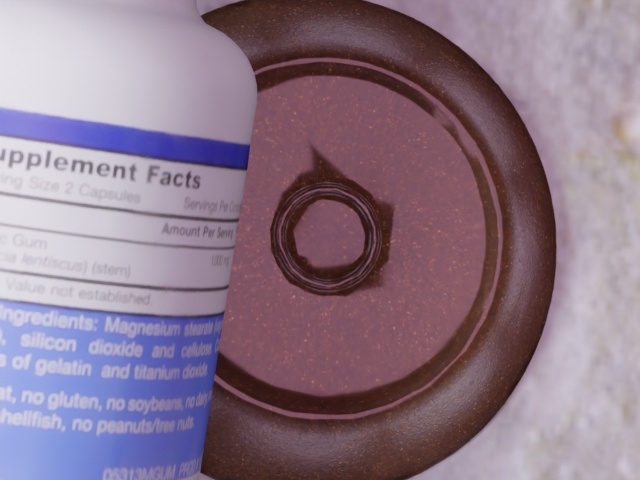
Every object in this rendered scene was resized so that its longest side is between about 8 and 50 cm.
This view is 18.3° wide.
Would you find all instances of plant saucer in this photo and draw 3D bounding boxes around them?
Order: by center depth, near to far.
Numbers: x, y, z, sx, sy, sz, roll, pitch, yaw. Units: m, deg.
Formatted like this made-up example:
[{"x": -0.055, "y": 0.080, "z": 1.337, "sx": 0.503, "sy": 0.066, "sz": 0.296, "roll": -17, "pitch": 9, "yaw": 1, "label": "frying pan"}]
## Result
[{"x": 0.000, "y": 0.000, "z": 0.759, "sx": 0.198, "sy": 0.036, "sz": 0.199, "roll": 1, "pitch": 86, "yaw": -10, "label": "plant saucer"}]

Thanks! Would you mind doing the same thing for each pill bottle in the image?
[{"x": -0.104, "y": -0.004, "z": 0.661, "sx": 0.152, "sy": 0.152, "sz": 0.272, "roll": 8, "pitch": 93, "yaw": -10, "label": "pill bottle"}]
